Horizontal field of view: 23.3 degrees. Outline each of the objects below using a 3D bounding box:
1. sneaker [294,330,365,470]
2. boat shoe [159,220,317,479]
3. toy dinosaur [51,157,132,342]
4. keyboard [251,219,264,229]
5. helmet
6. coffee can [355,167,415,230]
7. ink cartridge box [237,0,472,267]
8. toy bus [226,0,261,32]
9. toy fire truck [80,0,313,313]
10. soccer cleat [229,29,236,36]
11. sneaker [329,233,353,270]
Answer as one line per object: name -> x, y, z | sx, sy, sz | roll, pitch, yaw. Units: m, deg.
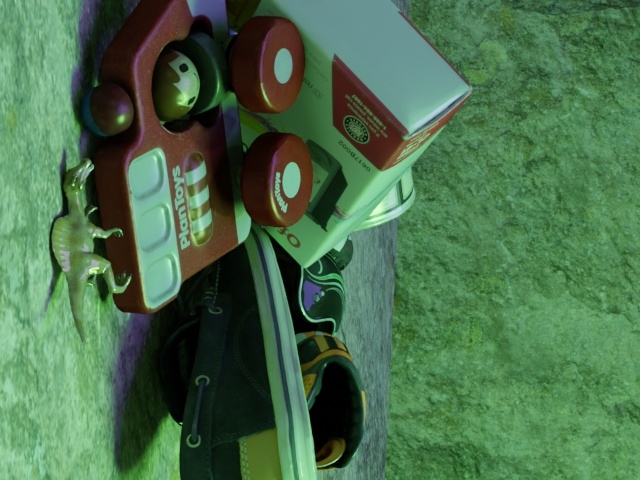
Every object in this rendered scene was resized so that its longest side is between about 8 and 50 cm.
sneaker -> -0.048, 0.268, 1.860 | 0.180, 0.124, 0.321 | -141, -109, -74
boat shoe -> -0.106, 0.128, 1.760 | 0.500, 0.156, 0.187 | -104, -176, -58
toy dinosaur -> -0.219, 0.020, 1.418 | 0.092, 0.053, 0.183 | 37, 44, -59
keyboard -> -0.100, -0.100, 2.145 | 0.202, 0.033, 0.317 | -81, 167, -45
helmet -> -0.044, 0.073, 2.081 | 0.161, 0.169, 0.169 | 38, 51, -57
coffee can -> 0.019, -0.176, 2.175 | 0.201, 0.201, 0.275 | -72, 156, -62
ink cartridge box -> -0.001, -0.141, 1.749 | 0.131, 0.226, 0.306 | -40, 172, -37
toy bus -> -0.091, -0.326, 1.693 | 0.220, 0.149, 0.211 | -58, 177, 23
toy fire truck -> -0.142, -0.103, 1.567 | 0.254, 0.169, 0.302 | -38, 129, -54
soccer cleat -> -0.132, -0.365, 1.842 | 0.095, 0.083, 0.248 | -2, 92, -64
sneaker -> 0.001, 0.000, 2.533 | 0.276, 0.097, 0.135 | -40, 127, -80
